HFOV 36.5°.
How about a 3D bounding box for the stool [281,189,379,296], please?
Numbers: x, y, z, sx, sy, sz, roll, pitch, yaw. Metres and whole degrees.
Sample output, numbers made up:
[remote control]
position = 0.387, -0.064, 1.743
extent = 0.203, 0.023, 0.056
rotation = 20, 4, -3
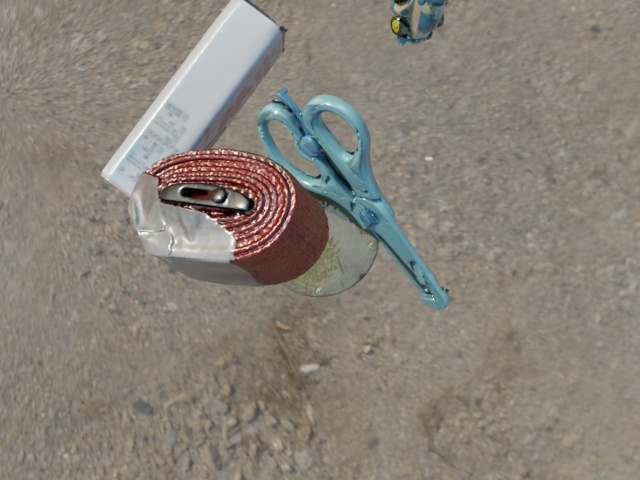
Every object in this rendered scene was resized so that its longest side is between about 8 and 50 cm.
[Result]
[stool]
position = 0.000, 0.000, 1.529
extent = 0.179, 0.264, 0.179
rotation = 0, 87, 1

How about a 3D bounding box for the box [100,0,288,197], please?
[box]
position = -0.196, -0.215, 1.575
extent = 0.112, 0.190, 0.369
rotation = 38, 88, -2

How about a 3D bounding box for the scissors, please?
[scissors]
position = 0.058, -0.047, 1.332
extent = 0.393, 0.180, 0.032
rotation = 52, 53, -19

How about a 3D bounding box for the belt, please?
[belt]
position = -0.102, -0.027, 1.033
extent = 0.201, 0.124, 0.128
rotation = 4, 72, 22

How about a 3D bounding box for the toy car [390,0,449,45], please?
[toy car]
position = 0.201, -0.436, 1.853
extent = 0.126, 0.098, 0.161
rotation = -15, 132, -23
